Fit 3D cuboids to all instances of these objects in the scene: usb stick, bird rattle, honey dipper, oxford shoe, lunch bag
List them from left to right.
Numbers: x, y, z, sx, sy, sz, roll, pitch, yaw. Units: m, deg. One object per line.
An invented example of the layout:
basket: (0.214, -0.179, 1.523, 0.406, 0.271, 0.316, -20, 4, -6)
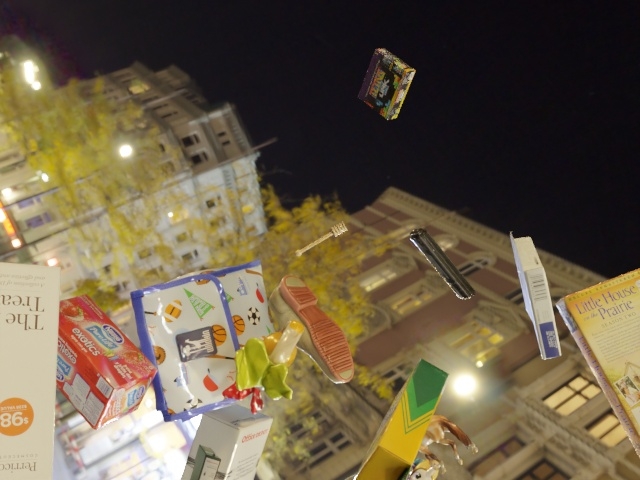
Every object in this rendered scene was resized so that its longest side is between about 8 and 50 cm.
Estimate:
lunch bag: (-0.282, 0.238, 1.654, 0.239, 0.385, 0.328, -15, -91, 32)
bird rattle: (-0.102, 0.271, 1.434, 0.143, 0.207, 0.253, 32, -22, 6)
oxford shoe: (-0.033, 0.307, 2.162, 0.146, 0.140, 0.397, -48, -118, 31)
honey dipper: (0.000, 0.000, 1.835, 0.030, 0.160, 0.030, 57, 8, -12)
usb stick: (0.376, 0.074, 2.047, 0.278, 0.045, 0.077, 49, -16, -14)

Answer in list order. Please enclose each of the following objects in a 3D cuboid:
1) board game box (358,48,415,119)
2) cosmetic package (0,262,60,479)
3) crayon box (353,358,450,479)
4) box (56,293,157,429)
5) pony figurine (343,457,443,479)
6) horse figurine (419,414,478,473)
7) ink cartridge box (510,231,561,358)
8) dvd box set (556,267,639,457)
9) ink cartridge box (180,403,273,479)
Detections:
board game box: (0.203, -0.484, 2.056, 0.141, 0.048, 0.170, 42, -48, 27)
cosmetic package: (-0.515, 0.161, 0.784, 0.097, 0.377, 0.284, -34, -124, 53)
crayon box: (0.171, 0.443, 1.483, 0.083, 0.323, 0.203, 29, -48, 8)
box: (-0.481, 0.247, 1.387, 0.257, 0.122, 0.128, 40, -64, 20)
pony figurine: (0.198, 0.806, 1.909, 0.303, 0.363, 0.351, 42, -56, 6)
horse figurine: (0.302, 0.533, 1.772, 0.174, 0.066, 0.263, 47, -43, 4)
ink cartridge box: (0.478, 0.112, 1.481, 0.224, 0.045, 0.223, -74, 148, -66)
dvd box set: (0.819, 0.285, 1.642, 0.062, 0.307, 0.420, 98, -30, -66)
ink cartridge box: (-0.250, 0.580, 1.696, 0.121, 0.289, 0.211, 18, -2, 19)
